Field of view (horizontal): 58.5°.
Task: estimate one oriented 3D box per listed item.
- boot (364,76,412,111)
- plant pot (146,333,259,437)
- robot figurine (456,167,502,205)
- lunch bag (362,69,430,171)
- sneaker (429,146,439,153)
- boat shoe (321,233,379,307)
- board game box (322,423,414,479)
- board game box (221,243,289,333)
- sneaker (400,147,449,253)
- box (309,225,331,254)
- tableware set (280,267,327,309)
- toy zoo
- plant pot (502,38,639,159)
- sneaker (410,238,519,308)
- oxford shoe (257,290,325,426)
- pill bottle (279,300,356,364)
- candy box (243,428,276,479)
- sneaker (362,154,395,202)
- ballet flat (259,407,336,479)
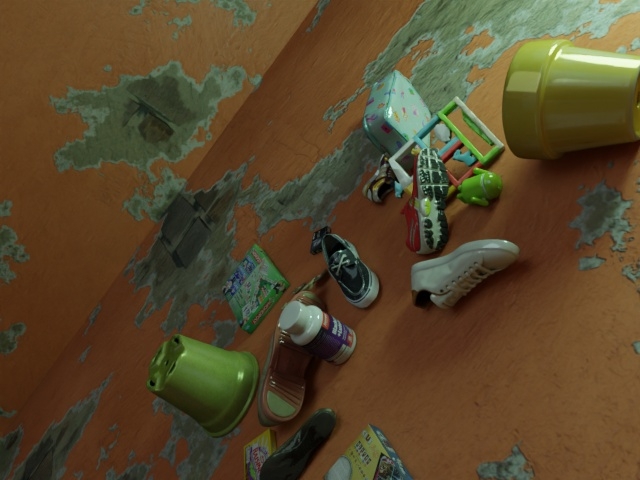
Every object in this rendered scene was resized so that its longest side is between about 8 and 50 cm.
[{"bbox_3d":[0.210,-0.431,1.934,0.176,0.088,0.244,-23,34,42],"label":"boot"},{"bbox_3d":[-0.369,0.415,1.721,0.276,0.254,0.276,-34,36,30],"label":"plant pot"},{"bbox_3d":[0.391,-0.126,1.392,0.115,0.067,0.101,-18,48,45],"label":"robot figurine"},{"bbox_3d":[0.233,-0.344,1.684,0.108,0.224,0.279,-23,36,36],"label":"lunch bag"},{"bbox_3d":[0.315,-0.184,1.581,0.051,0.070,0.134,-3,79,6],"label":"sneaker"},{"bbox_3d":[0.071,0.073,1.601,0.108,0.102,0.301,-45,31,15],"label":"boat shoe"},{"bbox_3d":[0.110,0.517,1.163,0.165,0.042,0.243,-51,30,6],"label":"board game box"},{"bbox_3d":[-0.236,0.160,1.996,0.213,0.046,0.317,-51,30,4],"label":"board game box"},{"bbox_3d":[0.253,-0.102,1.469,0.118,0.107,0.279,-15,67,54],"label":"sneaker"},{"bbox_3d":[0.000,0.000,1.855,0.067,0.018,0.083,-25,41,39],"label":"box"},{"bbox_3d":[-0.051,0.144,1.724,0.169,0.020,0.141,-39,3,28],"label":"tableware set"},{"bbox_3d":[0.313,-0.212,1.520,0.293,0.030,0.192,-44,68,18],"label":"toy zoo"},{"bbox_3d":[0.546,-0.293,1.197,0.239,0.254,0.254,11,68,40],"label":"plant pot"},{"bbox_3d":[0.316,0.088,1.264,0.290,0.106,0.123,-29,44,51],"label":"sneaker"},{"bbox_3d":[-0.094,0.315,1.562,0.146,0.140,0.397,-50,14,50],"label":"oxford shoe"},{"bbox_3d":[-0.009,0.232,1.462,0.108,0.193,0.108,-34,36,30],"label":"pill bottle"},{"bbox_3d":[-0.152,0.597,1.462,0.105,0.027,0.206,-38,34,19],"label":"candy box"},{"bbox_3d":[0.205,-0.196,1.730,0.084,0.069,0.185,30,91,51],"label":"sneaker"},{"bbox_3d":[-0.053,0.500,1.386,0.250,0.084,0.058,-50,2,4],"label":"ballet flat"}]
